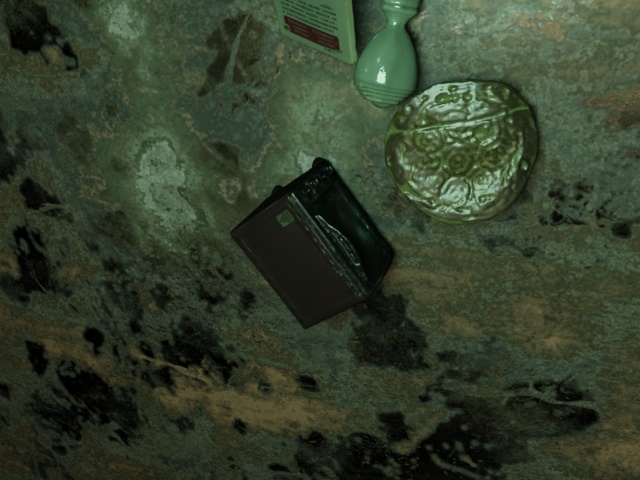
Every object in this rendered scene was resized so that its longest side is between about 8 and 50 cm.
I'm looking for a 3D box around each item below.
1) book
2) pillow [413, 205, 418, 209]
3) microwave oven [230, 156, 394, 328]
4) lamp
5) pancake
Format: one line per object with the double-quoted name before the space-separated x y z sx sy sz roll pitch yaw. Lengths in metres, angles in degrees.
"book" -0.018 -0.387 0.950 0.162 0.022 0.232 33 155 29
"pillow" 0.215 -0.130 1.088 0.185 0.043 0.118 -25 101 30
"microwave oven" -0.002 0.001 1.163 0.188 0.178 0.247 -32 101 32
"lamp" 0.115 -0.307 1.009 0.106 0.106 0.193 17 111 13
"pancake" 0.229 -0.142 1.039 0.250 0.031 0.250 5 111 13
